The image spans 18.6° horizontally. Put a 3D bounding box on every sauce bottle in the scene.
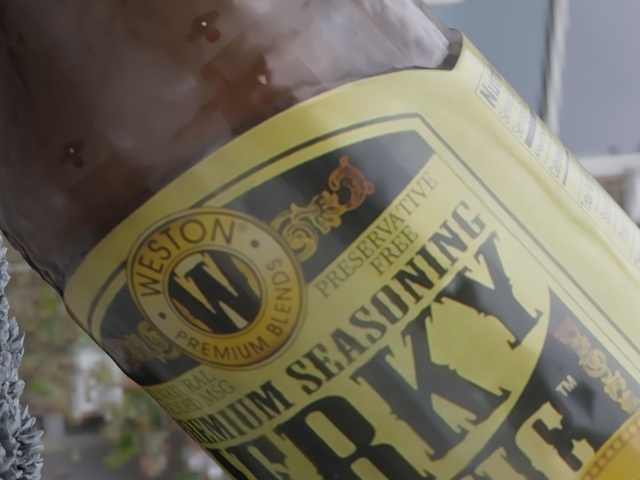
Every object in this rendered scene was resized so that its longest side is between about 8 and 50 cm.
[{"bbox_3d":[0.000,0.000,0.444,0.344,0.111,0.111,45,-6,-12],"label":"sauce bottle"}]

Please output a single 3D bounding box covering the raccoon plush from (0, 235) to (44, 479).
[{"bbox_3d":[-0.177,0.062,1.055,0.216,0.299,0.446,17,-105,42],"label":"raccoon plush"}]
